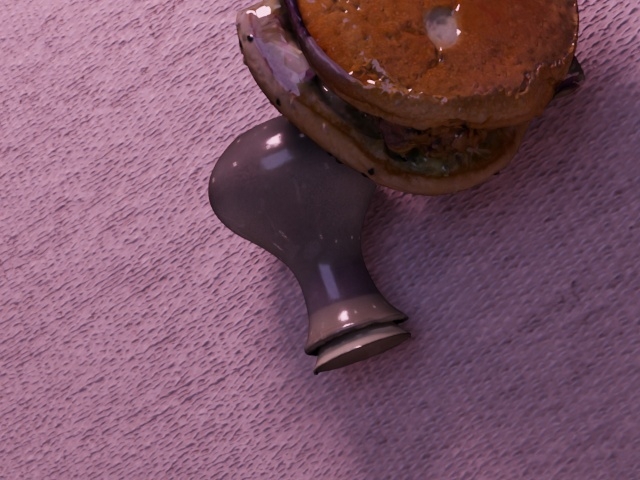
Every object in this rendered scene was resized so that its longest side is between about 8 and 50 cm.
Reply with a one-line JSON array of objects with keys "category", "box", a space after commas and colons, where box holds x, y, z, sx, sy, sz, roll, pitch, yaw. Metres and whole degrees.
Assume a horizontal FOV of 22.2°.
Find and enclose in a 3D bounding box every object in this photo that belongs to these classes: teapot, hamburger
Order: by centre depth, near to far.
[{"category": "hamburger", "box": [0.102, -0.191, 1.561, 0.318, 0.195, 0.276, -22, 74, -29]}, {"category": "teapot", "box": [0.000, 0.000, 1.647, 0.183, 0.183, 0.250, -25, 77, 18]}]
